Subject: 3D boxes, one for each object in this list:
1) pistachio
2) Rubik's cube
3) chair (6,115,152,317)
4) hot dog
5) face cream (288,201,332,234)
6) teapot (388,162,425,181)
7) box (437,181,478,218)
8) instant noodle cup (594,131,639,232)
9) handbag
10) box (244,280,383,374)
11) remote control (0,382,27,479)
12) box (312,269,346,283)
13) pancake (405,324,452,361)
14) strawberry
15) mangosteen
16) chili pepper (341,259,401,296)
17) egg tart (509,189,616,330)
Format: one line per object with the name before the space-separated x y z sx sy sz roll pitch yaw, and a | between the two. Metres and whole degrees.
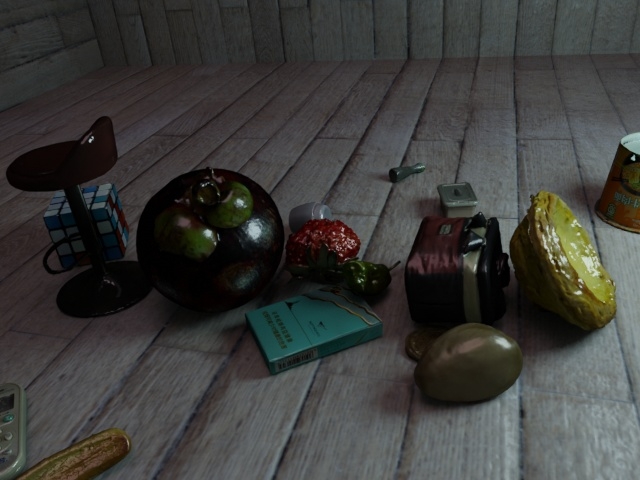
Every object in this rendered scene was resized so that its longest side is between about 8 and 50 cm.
pistachio | 0.242 0.203 0.935 0.185 0.126 0.108 -12 -12 -4
Rubik's cube | -0.591 -0.040 1.443 0.154 0.151 0.155 -12 32 -7
chair | -0.510 -0.058 1.212 0.226 0.401 0.227 -3 31 2
hot dog | -0.390 0.351 0.844 0.215 0.047 0.066 -28 74 -32
face cream | -0.025 -0.050 1.418 0.095 0.091 0.091 -2 30 22
teapot | 0.259 -0.205 1.683 0.110 0.043 0.043 -17 32 -26
box | 0.352 -0.097 1.457 0.089 0.062 0.122 -4 29 4
instant noodle cup | 0.791 -0.145 1.343 0.230 0.183 0.230 -4 29 2
handbag | 0.276 0.046 1.114 0.181 0.181 0.254 -1 28 22
box | -0.015 0.163 1.100 0.229 0.042 0.162 -17 32 -17
remote control | -0.526 0.318 0.931 0.078 0.042 0.221 -18 31 -18
box | 0.031 0.061 1.270 0.079 0.035 0.083 8 33 23
pancake | 0.211 0.191 1.043 0.114 0.011 0.115 -3 29 2
strawberry | 0.015 -0.005 1.234 0.174 0.098 0.228 -12 20 29
mangosteen | -0.233 -0.021 1.147 0.305 0.360 0.306 -7 56 11
chili pepper | 0.105 0.079 1.171 0.073 0.072 0.204 -23 -17 27
egg tart | 0.445 0.045 1.071 0.123 0.294 0.294 -31 16 33
